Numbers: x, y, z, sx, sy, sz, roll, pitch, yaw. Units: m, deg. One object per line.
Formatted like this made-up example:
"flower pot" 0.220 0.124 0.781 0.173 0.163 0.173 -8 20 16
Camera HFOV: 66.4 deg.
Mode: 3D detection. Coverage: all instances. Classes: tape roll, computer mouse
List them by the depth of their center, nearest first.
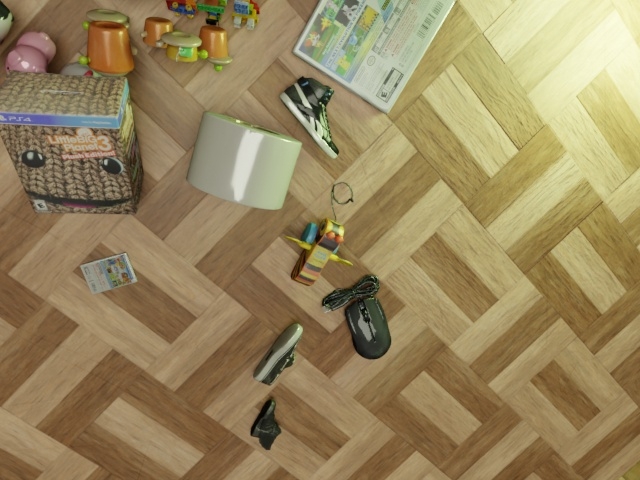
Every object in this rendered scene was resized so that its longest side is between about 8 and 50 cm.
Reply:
"tape roll" -0.183 -0.194 1.177 0.246 0.246 0.169 14 104 -15
"computer mouse" 0.134 0.257 1.466 0.188 0.072 0.272 -25 110 -3

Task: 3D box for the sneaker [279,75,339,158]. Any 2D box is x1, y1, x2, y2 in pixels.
"sneaker" 0.007 -0.324 1.259 0.121 0.079 0.217 -40 108 4

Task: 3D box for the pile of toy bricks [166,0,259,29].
"pile of toy bricks" -0.247 -0.578 1.132 0.212 0.118 0.105 8 73 -4

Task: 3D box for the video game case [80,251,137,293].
"video game case" -0.567 0.088 1.312 0.122 0.011 0.087 -16 108 -6

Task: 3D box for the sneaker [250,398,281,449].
"sneaker" -0.156 0.574 1.521 0.089 0.051 0.170 26 105 -17

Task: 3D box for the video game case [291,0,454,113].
"video game case" 0.135 -0.543 1.242 0.300 0.036 0.329 28 101 -18

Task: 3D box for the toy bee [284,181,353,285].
"toy bee" 0.000 0.000 1.316 0.195 0.162 0.298 3 106 -10

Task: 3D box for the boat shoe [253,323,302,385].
"boat shoe" -0.111 0.339 1.447 0.070 0.078 0.219 34 106 -17

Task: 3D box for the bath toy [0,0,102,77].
"bath toy" -0.637 -0.400 1.041 0.348 0.129 0.151 27 86 -35

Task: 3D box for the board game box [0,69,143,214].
"board game box" -0.539 -0.206 1.088 0.232 0.141 0.291 0 141 -11

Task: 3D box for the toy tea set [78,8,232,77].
"toy tea set" -0.370 -0.425 1.113 0.336 0.200 0.124 3 126 -14
